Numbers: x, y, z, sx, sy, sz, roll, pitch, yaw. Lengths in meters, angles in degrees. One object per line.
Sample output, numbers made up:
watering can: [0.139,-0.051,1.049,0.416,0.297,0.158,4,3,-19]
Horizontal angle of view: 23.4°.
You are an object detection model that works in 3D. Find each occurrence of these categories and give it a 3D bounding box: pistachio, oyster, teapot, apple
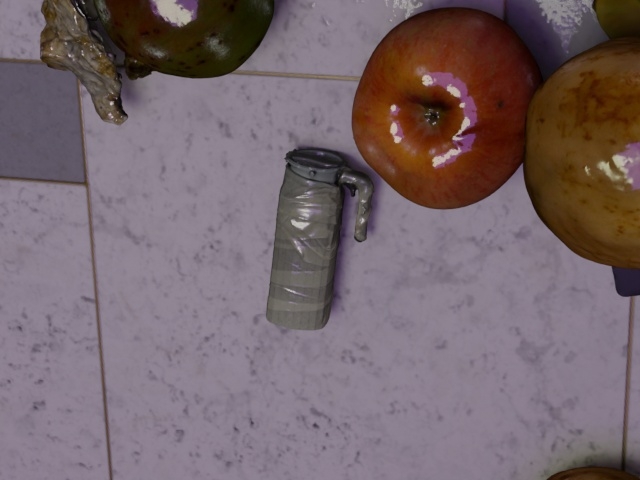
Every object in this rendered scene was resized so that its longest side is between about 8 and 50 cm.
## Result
pistachio: [0.348,-0.214,1.571,0.089,0.049,0.173,-23,113,46]
oyster: [-0.268,-0.214,1.712,0.081,0.163,0.191,-32,92,-12]
teapot: [0.000,0.000,1.750,0.107,0.077,0.200,11,113,9]
apple: [0.129,-0.136,1.607,0.209,0.164,0.209,6,110,16]

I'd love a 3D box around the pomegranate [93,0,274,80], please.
pomegranate: [-0.120,-0.273,1.619,0.246,0.198,0.198,-23,103,13]

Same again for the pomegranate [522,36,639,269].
pomegranate: [0.311,-0.083,1.503,0.248,0.248,0.248,6,112,15]

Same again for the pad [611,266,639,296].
pad: [0.362,-0.016,1.670,0.112,0.003,0.157,-8,108,20]

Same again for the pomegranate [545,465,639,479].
pomegranate: [0.303,0.353,1.724,0.207,0.207,0.207,6,112,15]
